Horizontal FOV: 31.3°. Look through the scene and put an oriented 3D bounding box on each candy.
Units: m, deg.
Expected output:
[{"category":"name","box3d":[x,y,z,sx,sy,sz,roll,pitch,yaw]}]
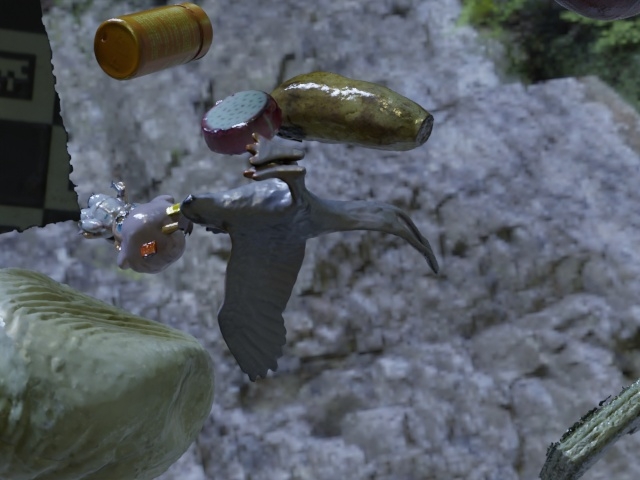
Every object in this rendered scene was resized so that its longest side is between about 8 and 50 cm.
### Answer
[{"category":"candy","box3d":[-0.098,-0.147,1.420,0.103,0.103,0.043,-113,1,-56]}]

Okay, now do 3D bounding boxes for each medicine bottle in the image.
[{"category":"medicine bottle","box3d":[-0.257,-0.310,1.772,0.192,0.096,0.096,-32,-57,-56]}]

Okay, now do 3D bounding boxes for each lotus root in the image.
[{"category":"lotus root","box3d":[0.034,-0.168,1.496,0.110,0.258,0.097,12,-90,-59]}]

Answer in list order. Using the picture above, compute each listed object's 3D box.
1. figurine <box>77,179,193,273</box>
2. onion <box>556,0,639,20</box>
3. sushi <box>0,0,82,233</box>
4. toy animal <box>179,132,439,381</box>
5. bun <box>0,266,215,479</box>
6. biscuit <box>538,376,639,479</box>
[{"category":"figurine","box3d":[-0.286,-0.017,1.779,0.229,0.137,0.112,19,150,31]},{"category":"onion","box3d":[0.233,-0.241,0.930,0.131,0.131,0.131,173,90,-79]},{"category":"sushi","box3d":[-0.356,-0.142,0.765,0.069,0.339,0.320,-120,22,-64]},{"category":"toy animal","box3d":[-0.005,-0.012,1.332,0.302,0.284,0.225,77,179,-58]},{"category":"bun","box3d":[-0.309,0.179,1.390,0.352,0.349,0.227,24,92,41]},{"category":"biscuit","box3d":[0.385,0.226,1.460,0.046,0.250,0.147,48,160,23]}]
